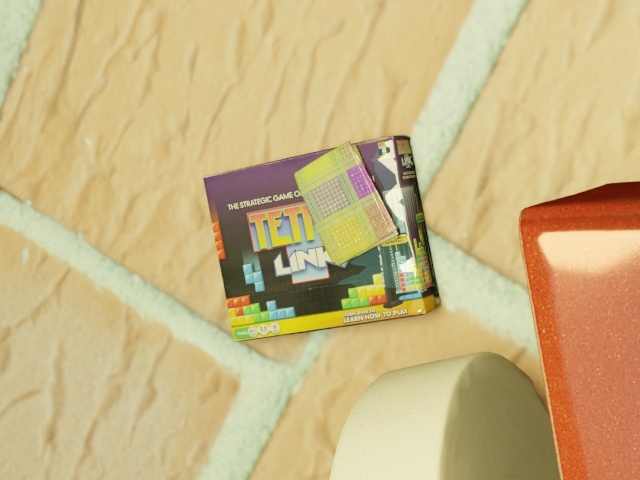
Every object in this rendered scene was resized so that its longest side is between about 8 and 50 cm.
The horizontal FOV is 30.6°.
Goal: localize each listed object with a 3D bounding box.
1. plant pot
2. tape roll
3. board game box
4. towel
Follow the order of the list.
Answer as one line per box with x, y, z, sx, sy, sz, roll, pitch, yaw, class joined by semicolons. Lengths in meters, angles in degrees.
0.287;0.084;0.707;0.236;0.267;0.267;-10;92;25;plant pot
0.115;0.264;0.739;0.072;0.392;0.392;-14;90;23;tape roll
0.000;0.000;0.940;0.170;0.048;0.141;-11;92;23;board game box
0.019;-0.027;0.898;0.060;0.009;0.083;-29;83;22;towel
